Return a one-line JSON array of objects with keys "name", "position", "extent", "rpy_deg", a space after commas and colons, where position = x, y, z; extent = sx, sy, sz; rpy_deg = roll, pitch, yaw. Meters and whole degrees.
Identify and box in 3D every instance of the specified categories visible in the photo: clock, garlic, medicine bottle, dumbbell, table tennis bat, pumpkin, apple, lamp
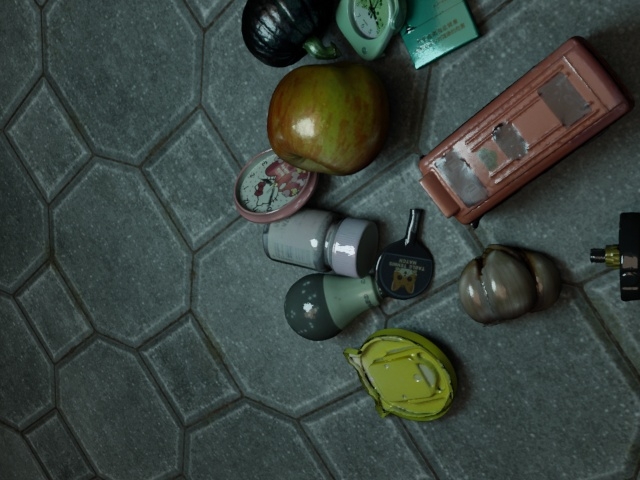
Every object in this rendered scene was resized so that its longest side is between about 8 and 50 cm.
[{"name": "clock", "position": [-0.117, -0.148, 1.546], "extent": [0.244, 0.056, 0.244], "rpy_deg": [-12, 55, 17]}, {"name": "clock", "position": [0.130, -0.527, 1.334], "extent": [0.159, 0.066, 0.211], "rpy_deg": [57, 143, 9]}, {"name": "garlic", "position": [0.426, 0.106, 1.340], "extent": [0.214, 0.160, 0.191], "rpy_deg": [-14, 102, 34]}, {"name": "medicine bottle", "position": [0.000, 0.000, 1.538], "extent": [0.273, 0.165, 0.165], "rpy_deg": [11, 109, 24]}, {"name": "clock", "position": [0.227, 0.353, 1.569], "extent": [0.293, 0.071, 0.277], "rpy_deg": [-13, 109, 39]}, {"name": "dumbbell", "position": [0.735, 0.035, 1.137], "extent": [0.388, 0.185, 0.185], "rpy_deg": [1, 104, 29]}, {"name": "table tennis bat", "position": [0.218, 0.036, 1.482], "extent": [0.150, 0.027, 0.236], "rpy_deg": [10, 99, -6]}, {"name": "pumpkin", "position": [-0.055, -0.506, 1.382], "extent": [0.248, 0.248, 0.248], "rpy_deg": [8, 108, 26]}, {"name": "apple", "position": [0.023, -0.298, 1.379], "extent": [0.301, 0.301, 0.302], "rpy_deg": [8, 108, 26]}, {"name": "lamp", "position": [0.044, 0.150, 1.551], "extent": [0.313, 0.182, 0.182], "rpy_deg": [-30, 89, 27]}]

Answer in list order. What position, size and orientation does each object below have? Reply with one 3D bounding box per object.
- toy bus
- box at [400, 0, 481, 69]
[{"name": "toy bus", "position": [0.406, -0.210, 1.217], "extent": [0.427, 0.233, 0.203], "rpy_deg": [-40, 84, 30]}, {"name": "box", "position": [0.245, -0.526, 1.324], "extent": [0.160, 0.042, 0.226], "rpy_deg": [-22, 93, 32]}]
